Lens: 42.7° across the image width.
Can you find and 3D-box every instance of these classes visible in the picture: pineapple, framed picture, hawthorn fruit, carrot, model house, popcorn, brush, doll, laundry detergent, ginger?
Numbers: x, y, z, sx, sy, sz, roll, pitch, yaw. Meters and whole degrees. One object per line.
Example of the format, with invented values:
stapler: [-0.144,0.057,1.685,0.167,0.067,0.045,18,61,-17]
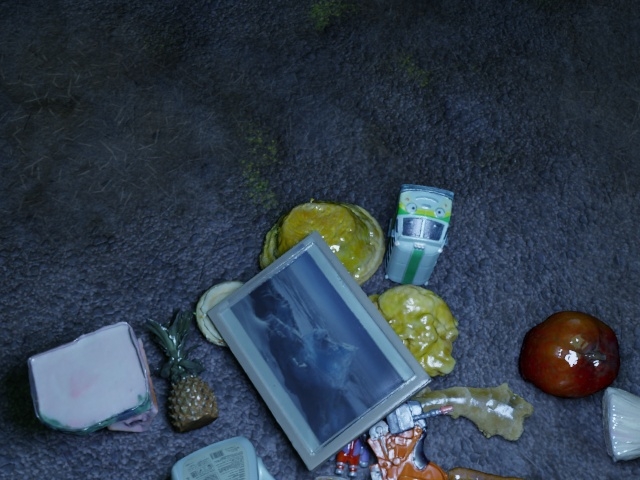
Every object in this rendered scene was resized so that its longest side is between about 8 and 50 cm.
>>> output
pineapple: [-0.311,0.286,1.852,0.119,0.130,0.277,2,55,-44]
framed picture: [-0.014,0.234,1.814,0.326,0.028,0.446,-37,65,-2]
hawthorn fruit: [0.575,0.257,1.857,0.215,0.249,0.215,2,79,-9]
carrot: [0.384,0.534,1.812,0.216,0.048,0.048,7,62,-5]
model house: [-0.472,0.330,1.761,0.237,0.237,0.202,-22,67,-10]
popcorn: [0.212,0.202,1.896,0.254,0.190,0.191,26,56,14]
brush: [0.722,0.457,1.816,0.166,0.174,0.266,-5,79,10]
doll: [0.075,0.412,1.837,0.102,0.075,0.227,13,71,-13]
laundry detergent: [-0.170,0.552,1.687,0.215,0.105,0.280,-16,45,-30]
ginger: [0.334,0.390,1.869,0.295,0.086,0.131,-1,77,5]

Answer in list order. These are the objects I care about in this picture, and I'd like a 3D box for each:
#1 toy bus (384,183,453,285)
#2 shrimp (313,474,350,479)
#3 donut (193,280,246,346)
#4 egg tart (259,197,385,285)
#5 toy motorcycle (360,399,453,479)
toy bus: [0.230,-0.006,1.960,0.134,0.276,0.164,9,66,2]
shrimp: [-0.008,0.629,1.718,0.360,0.085,0.247,-17,60,-19]
donut: [-0.212,0.179,1.950,0.175,0.068,0.174,1,64,-2]
egg tart: [0.000,0.000,1.999,0.319,0.128,0.319,-4,53,5]
toy motorcycle: [0.214,0.489,1.741,0.221,0.148,0.325,-16,68,4]
